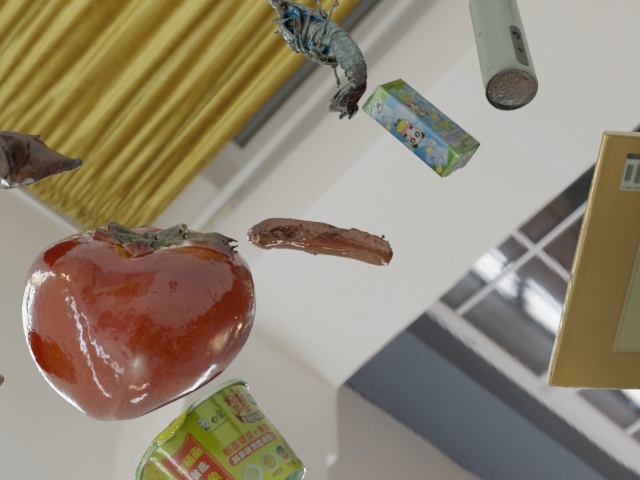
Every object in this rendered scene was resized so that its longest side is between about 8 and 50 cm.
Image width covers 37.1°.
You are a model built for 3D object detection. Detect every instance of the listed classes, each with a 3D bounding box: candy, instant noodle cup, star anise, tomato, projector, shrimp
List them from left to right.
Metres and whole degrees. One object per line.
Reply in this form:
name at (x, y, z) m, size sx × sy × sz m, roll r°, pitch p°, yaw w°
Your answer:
star anise at (-0.560, -0.142, 1.488) m, size 0.349 × 0.109 × 0.292 m, roll 17°, pitch -174°, yaw 42°
tomato at (-0.265, 0.116, 1.414) m, size 0.341 × 0.273 × 0.341 m, roll 5°, pitch -169°, yaw -1°
instant noodle cup at (-0.186, 0.457, 1.905) m, size 0.221 × 0.311 × 0.311 m, roll 42°, pitch -159°, yaw 18°
shrimp at (0.007, -0.206, 1.014) m, size 0.174 × 0.076 × 0.082 m, roll 58°, pitch -170°, yaw 26°
candy at (0.176, -0.198, 1.664) m, size 0.194 × 0.062 × 0.097 m, roll 42°, pitch -149°, yaw 12°
projector at (0.376, -0.408, 1.985) m, size 0.108 × 0.108 × 0.337 m, roll 33°, pitch -144°, yaw -27°

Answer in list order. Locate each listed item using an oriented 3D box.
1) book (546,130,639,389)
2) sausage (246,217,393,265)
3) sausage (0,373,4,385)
book at (0.462, 0.039, 1.261) m, size 0.269 × 0.389 × 0.032 m, roll 2°, pitch -151°, yaw -6°
sausage at (0.001, -0.001, 2.083) m, size 0.327 × 0.079 × 0.087 m, roll 9°, pitch -149°, yaw -9°
sausage at (-0.611, 0.267, 1.476) m, size 0.123 × 0.123 × 0.253 m, roll 42°, pitch -140°, yaw -9°
